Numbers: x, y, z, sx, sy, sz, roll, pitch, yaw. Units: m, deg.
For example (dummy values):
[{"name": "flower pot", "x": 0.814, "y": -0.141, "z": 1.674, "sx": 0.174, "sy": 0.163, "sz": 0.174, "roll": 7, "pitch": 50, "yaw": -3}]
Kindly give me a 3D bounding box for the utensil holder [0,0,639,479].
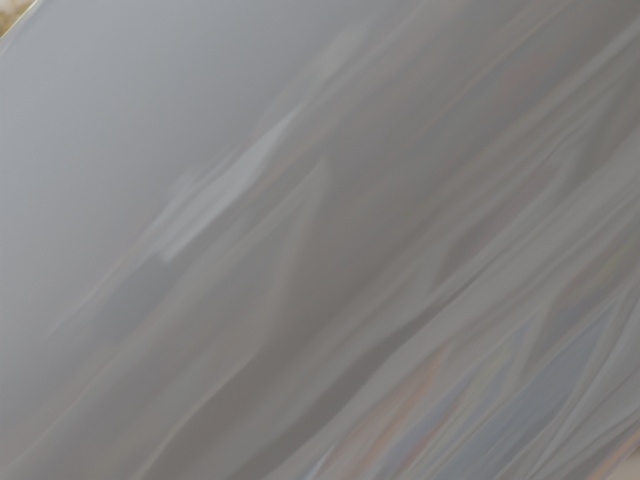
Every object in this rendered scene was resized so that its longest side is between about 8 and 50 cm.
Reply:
[{"name": "utensil holder", "x": 0.000, "y": 0.000, "z": 0.634, "sx": 0.327, "sy": 0.385, "sz": 0.327, "roll": 43, "pitch": 7, "yaw": -6}]
